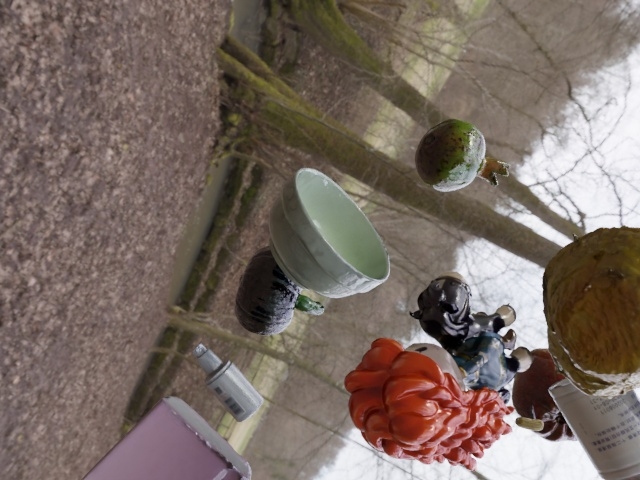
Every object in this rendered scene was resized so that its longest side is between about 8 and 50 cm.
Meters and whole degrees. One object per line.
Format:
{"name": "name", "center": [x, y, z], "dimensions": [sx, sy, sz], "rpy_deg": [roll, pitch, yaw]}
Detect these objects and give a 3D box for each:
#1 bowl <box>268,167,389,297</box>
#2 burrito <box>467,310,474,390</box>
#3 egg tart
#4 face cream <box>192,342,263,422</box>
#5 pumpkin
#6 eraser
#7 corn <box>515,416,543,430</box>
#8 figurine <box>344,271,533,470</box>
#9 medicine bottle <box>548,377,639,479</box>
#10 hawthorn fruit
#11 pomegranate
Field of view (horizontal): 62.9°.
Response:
{"name": "bowl", "center": [0.000, 0.000, 1.161], "dimensions": [0.163, 0.307, 0.307], "rpy_deg": [-36, -172, 21]}
{"name": "burrito", "center": [0.468, 0.344, 1.644], "dimensions": [0.104, 0.054, 0.288], "rpy_deg": [7, 79, -82]}
{"name": "egg tart", "center": [0.581, 0.137, 1.041], "dimensions": [0.153, 0.339, 0.351], "rpy_deg": [-6, 158, -43]}
{"name": "face cream", "center": [-0.280, 0.401, 1.516], "dimensions": [0.101, 0.251, 0.101], "rpy_deg": [-39, -175, 4]}
{"name": "pumpkin", "center": [-0.103, 0.143, 1.409], "dimensions": [0.248, 0.248, 0.248], "rpy_deg": [-62, 178, -4]}
{"name": "eraser", "center": [-0.365, 0.549, 1.128], "dimensions": [0.359, 0.272, 0.122], "rpy_deg": [-47, 179, -6]}
{"name": "corn", "center": [0.650, 0.571, 1.630], "dimensions": [0.037, 0.092, 0.037], "rpy_deg": [-165, -90, -82]}
{"name": "figurine", "center": [0.240, 0.242, 0.990], "dimensions": [0.241, 0.306, 0.412], "rpy_deg": [-6, -146, 50]}
{"name": "medicine bottle", "center": [0.766, 0.497, 1.355], "dimensions": [0.190, 0.332, 0.190], "rpy_deg": [-23, 160, -9]}
{"name": "hawthorn fruit", "center": [1.020, 0.652, 2.275], "dimensions": [0.403, 0.403, 0.403], "rpy_deg": [-62, 178, -4]}
{"name": "pomegranate", "center": [0.438, -0.241, 1.666], "dimensions": [0.231, 0.286, 0.231], "rpy_deg": [-46, -172, 8]}
